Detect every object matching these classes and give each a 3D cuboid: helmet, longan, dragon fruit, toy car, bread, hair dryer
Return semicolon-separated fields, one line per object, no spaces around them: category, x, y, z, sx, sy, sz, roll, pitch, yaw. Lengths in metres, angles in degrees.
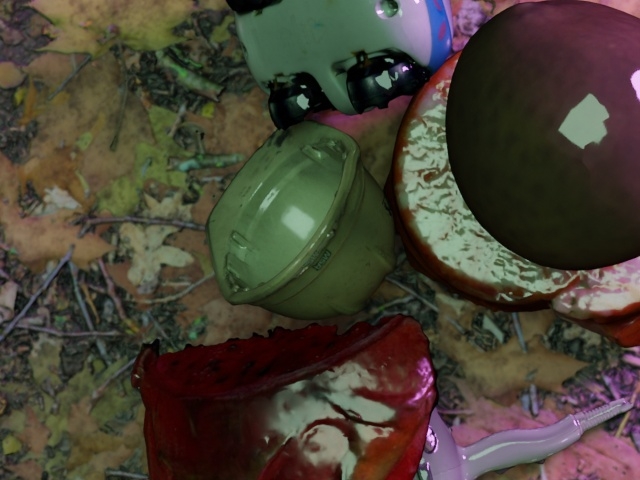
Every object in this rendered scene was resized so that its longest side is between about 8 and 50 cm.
helmet;0.001;0.000;1.904;0.137;0.257;0.204;36;100;-25
longan;0.233;-0.100;1.719;0.258;0.258;0.258;-1;82;7
dragon fruit;-0.048;0.214;1.854;0.344;0.100;0.282;-11;82;26
toy car;0.035;-0.227;1.890;0.190;0.255;0.188;-28;100;-40
bread;0.235;-0.065;1.896;0.328;0.114;0.295;16;84;10
hair dryer;0.182;0.267;1.881;0.267;0.092;0.229;2;88;-2
